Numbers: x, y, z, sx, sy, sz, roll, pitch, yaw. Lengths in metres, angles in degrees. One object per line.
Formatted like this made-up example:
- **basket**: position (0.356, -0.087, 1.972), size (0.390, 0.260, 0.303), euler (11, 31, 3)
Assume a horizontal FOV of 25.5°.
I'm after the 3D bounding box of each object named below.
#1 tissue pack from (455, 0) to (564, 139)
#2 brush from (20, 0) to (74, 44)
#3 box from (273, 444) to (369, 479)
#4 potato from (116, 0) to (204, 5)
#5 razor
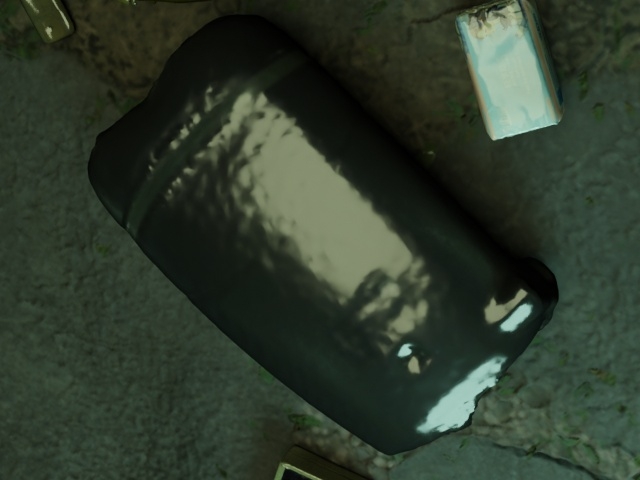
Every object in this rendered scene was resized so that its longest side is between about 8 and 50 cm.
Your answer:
- **tissue pack**: position (0.134, -0.123, 0.998), size (0.059, 0.074, 0.094), euler (-16, 99, 14)
- **brush**: position (-0.249, -0.245, 1.115), size (0.034, 0.027, 0.190), euler (-21, 106, 26)
- **box**: position (-0.003, 0.223, 1.166), size (0.083, 0.035, 0.079), euler (23, 112, 11)
- **potato**: position (-0.130, -0.248, 1.029), size (0.251, 0.113, 0.149), euler (11, 117, 24)
- **razor**: position (-0.001, 0.000, 1.057), size (0.349, 0.113, 0.204), euler (42, 111, 2)
